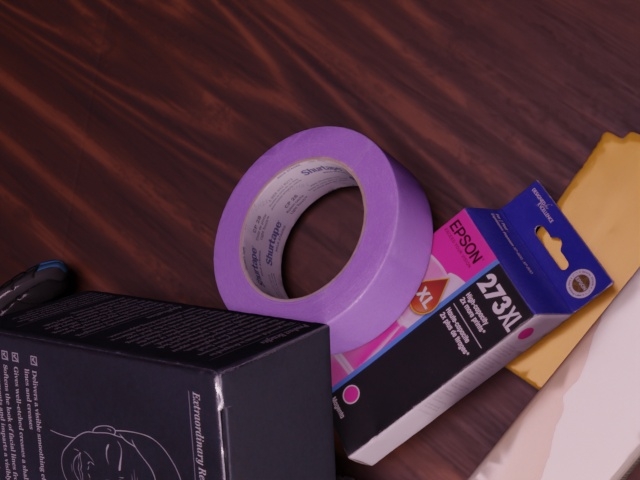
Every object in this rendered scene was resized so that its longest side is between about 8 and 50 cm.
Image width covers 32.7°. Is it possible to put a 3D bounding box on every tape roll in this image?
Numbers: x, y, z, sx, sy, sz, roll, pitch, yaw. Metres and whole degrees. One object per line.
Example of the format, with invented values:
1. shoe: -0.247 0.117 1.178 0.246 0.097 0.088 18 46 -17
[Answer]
1. tape roll: 0.000 0.000 1.360 0.274 0.090 0.275 -15 62 30

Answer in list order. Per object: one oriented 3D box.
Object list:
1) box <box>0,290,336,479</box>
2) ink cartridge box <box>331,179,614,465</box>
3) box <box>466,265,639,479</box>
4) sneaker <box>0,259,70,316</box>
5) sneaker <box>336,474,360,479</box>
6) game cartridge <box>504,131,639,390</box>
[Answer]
1. box: -0.199 0.238 1.288 0.395 0.212 0.294 6 104 34
2. ink cartridge box: 0.149 0.093 1.310 0.371 0.069 0.176 -39 53 14
3. box: 0.306 0.187 1.180 0.121 0.148 0.311 40 94 22
4. sneaker: -0.464 0.169 1.551 0.341 0.125 0.139 -44 97 5
5. sneaker: 0.109 0.394 1.310 0.281 0.105 0.115 28 114 24
6. game cartridge: 0.377 0.064 1.281 0.285 0.052 0.324 35 91 22
